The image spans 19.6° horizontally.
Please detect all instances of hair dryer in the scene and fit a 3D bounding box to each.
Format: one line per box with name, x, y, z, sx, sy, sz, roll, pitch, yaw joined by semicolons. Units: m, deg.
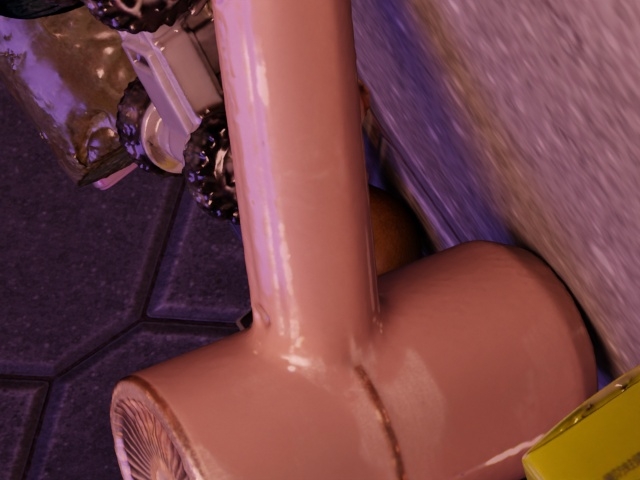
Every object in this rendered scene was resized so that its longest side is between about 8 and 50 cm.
hair dryer;0.008;-0.030;0.707;0.107;0.189;0.344;40;143;50

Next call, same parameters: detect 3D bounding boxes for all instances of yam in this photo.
yam;-0.174;-0.179;1.307;0.304;0.168;0.168;58;175;-20

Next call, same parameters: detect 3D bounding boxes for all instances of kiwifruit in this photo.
kiwifruit;0.022;0.005;1.076;0.075;0.075;0.124;55;-179;13

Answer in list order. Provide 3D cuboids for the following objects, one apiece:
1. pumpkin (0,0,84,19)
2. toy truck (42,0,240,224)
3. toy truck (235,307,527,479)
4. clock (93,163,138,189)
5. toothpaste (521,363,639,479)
pumpkin;-0.181;-0.225;1.097;0.194;0.150;0.194;62;170;20
toy truck;-0.078;-0.124;0.972;0.136;0.111;0.286;30;153;58
toy truck;0.069;0.158;1.174;0.363;0.176;0.178;54;-176;29
clock;-0.166;-0.134;1.622;0.063;0.150;0.197;54;177;-24
toothpaste;0.185;0.183;0.561;0.327;0.077;0.110;54;176;27
